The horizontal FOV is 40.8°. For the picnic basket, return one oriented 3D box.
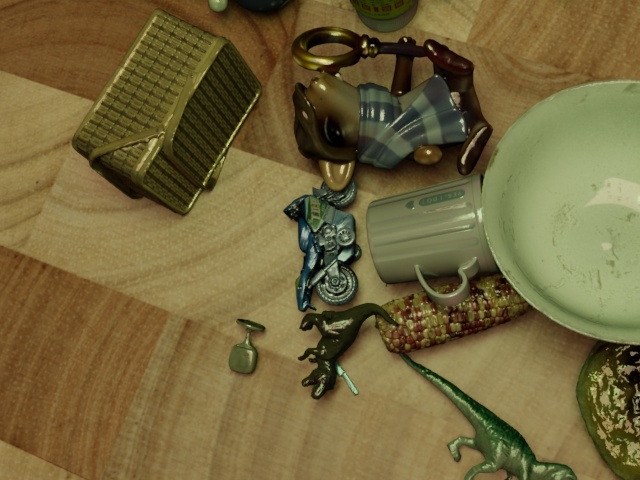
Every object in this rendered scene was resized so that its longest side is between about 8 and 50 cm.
[{"bbox_3d":[-0.265,-0.217,1.559,0.175,0.228,0.312,28,82,18],"label":"picnic basket"}]

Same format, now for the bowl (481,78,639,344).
[{"bbox_3d":[0.477,-0.022,1.377,0.435,0.196,0.434,-4,68,10],"label":"bowl"}]

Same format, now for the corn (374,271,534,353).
[{"bbox_3d":[0.234,0.114,1.450,0.290,0.098,0.098,-18,74,3],"label":"corn"}]

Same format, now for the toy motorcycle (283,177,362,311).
[{"bbox_3d":[0.000,0.000,1.523,0.136,0.092,0.254,-4,72,10],"label":"toy motorcycle"}]

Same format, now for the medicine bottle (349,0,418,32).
[{"bbox_3d":[0.109,-0.481,1.551,0.139,0.225,0.139,-2,77,10],"label":"medicine bottle"}]

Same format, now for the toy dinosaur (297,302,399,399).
[{"bbox_3d":[0.052,0.186,1.459,0.179,0.087,0.187,18,101,28],"label":"toy dinosaur"}]

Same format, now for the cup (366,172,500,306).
[{"bbox_3d":[0.186,-0.004,1.426,0.202,0.221,0.166,-11,109,16],"label":"cup"}]

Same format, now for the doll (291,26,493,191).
[{"bbox_3d":[0.114,-0.236,1.490,0.340,0.209,0.317,-9,59,11],"label":"doll"}]

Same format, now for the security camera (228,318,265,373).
[{"bbox_3d":[-0.134,0.191,1.531,0.058,0.058,0.092,17,92,14],"label":"security camera"}]

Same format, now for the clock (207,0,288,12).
[{"bbox_3d":[-0.153,-0.526,1.659,0.243,0.146,0.199,20,76,22],"label":"clock"}]

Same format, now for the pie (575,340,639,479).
[{"bbox_3d":[0.568,0.242,1.358,0.323,0.070,0.323,-1,82,11],"label":"pie"}]

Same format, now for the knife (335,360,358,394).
[{"bbox_3d":[0.038,0.233,1.505,0.014,0.005,0.091,-34,72,-1],"label":"knife"}]

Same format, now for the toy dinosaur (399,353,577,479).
[{"bbox_3d":[0.240,0.328,1.411,0.383,0.076,0.129,36,79,13],"label":"toy dinosaur"}]
